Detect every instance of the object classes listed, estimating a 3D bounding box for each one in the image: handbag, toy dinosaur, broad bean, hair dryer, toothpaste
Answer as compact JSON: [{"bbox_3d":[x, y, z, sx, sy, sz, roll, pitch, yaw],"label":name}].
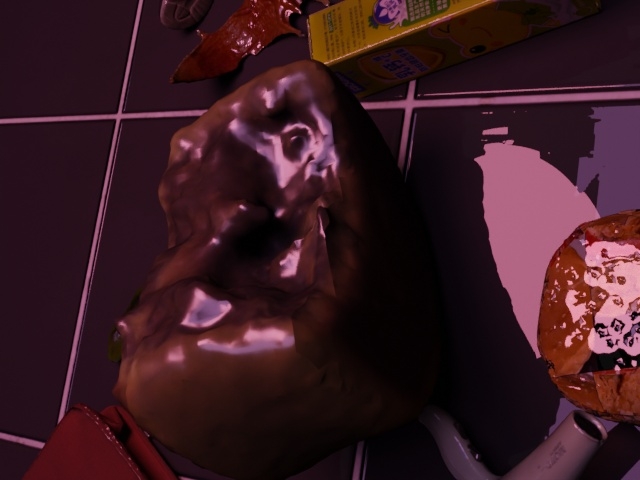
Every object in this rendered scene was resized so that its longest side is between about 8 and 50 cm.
[{"bbox_3d":[-0.289,0.382,1.230,0.275,0.084,0.260,40,100,33],"label":"handbag"},{"bbox_3d":[-0.075,-0.355,1.261,0.327,0.113,0.206,-29,69,20],"label":"toy dinosaur"},{"bbox_3d":[-0.220,0.080,1.289,0.227,0.039,0.069,-41,65,18],"label":"broad bean"},{"bbox_3d":[0.188,0.212,0.948,0.219,0.088,0.224,-42,52,39],"label":"hair dryer"},{"bbox_3d":[0.148,-0.261,1.089,0.328,0.110,0.077,-16,72,30],"label":"toothpaste"}]

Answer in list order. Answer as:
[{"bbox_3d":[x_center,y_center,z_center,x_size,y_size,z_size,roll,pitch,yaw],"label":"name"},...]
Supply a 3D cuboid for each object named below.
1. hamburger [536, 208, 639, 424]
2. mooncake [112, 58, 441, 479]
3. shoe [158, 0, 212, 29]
[{"bbox_3d":[0.314,0.068,0.903,0.231,0.107,0.230,-8,78,38],"label":"hamburger"},{"bbox_3d":[-0.050,0.035,0.971,0.246,0.394,0.393,-27,89,28],"label":"mooncake"},{"bbox_3d":[-0.203,-0.390,1.382,0.099,0.071,0.169,22,87,38],"label":"shoe"}]
